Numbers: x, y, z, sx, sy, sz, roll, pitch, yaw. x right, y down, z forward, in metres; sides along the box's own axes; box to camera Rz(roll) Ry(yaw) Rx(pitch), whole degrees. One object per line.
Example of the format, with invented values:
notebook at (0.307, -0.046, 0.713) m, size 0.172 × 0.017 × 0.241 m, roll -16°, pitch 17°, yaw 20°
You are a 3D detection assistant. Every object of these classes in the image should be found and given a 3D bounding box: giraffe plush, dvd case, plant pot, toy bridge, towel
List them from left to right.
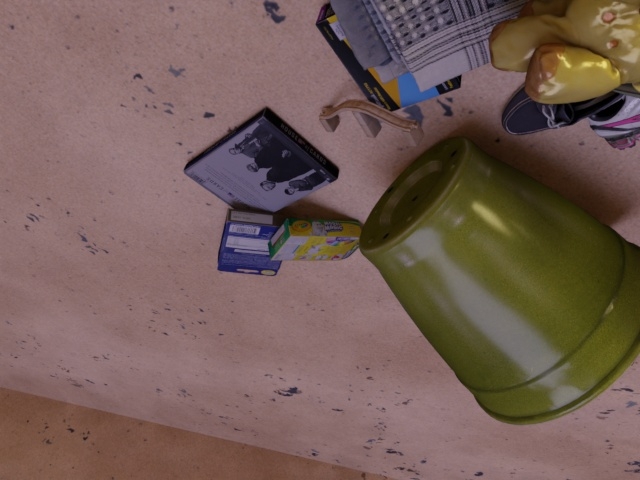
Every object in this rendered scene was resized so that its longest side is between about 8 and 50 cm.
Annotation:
dvd case at (-0.111, -0.125, 1.155) m, size 0.179 × 0.030 × 0.238 m, roll 37°, pitch 139°, yaw -29°
toy bridge at (0.069, -0.181, 0.953) m, size 0.188 × 0.026 × 0.063 m, roll 18°, pitch 157°, yaw 42°
towel at (0.163, -0.297, 0.687) m, size 0.324 × 0.056 × 0.312 m, roll -16°, pitch 153°, yaw 19°
plant pot at (0.262, 0.036, 1.009) m, size 0.353 × 0.366 × 0.366 m, roll 40°, pitch 138°, yaw -15°
giraffe plush at (0.280, -0.238, 0.616) m, size 0.210 × 0.181 × 0.171 m, roll 38°, pitch 152°, yaw 37°

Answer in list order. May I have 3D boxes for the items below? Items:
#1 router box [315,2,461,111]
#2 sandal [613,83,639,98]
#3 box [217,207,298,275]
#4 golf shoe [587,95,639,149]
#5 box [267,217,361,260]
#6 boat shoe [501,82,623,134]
router box at (0.098, -0.265, 0.877) m, size 0.133 × 0.046 × 0.179 m, roll -14°, pitch 137°, yaw 33°
sandal at (0.413, -0.180, 0.706) m, size 0.120 × 0.303 × 0.086 m, roll -50°, pitch 137°, yaw 4°
box at (-0.136, 0.009, 1.306) m, size 0.136 × 0.037 × 0.225 m, roll 6°, pitch 150°, yaw -13°
golf shoe at (0.441, -0.190, 0.842) m, size 0.086 × 0.068 × 0.186 m, roll 31°, pitch 142°, yaw -20°
box at (0.000, 0.000, 1.233) m, size 0.179 × 0.043 × 0.105 m, roll 3°, pitch 151°, yaw -28°
boat shoe at (0.326, -0.189, 0.868) m, size 0.075 × 0.065 × 0.206 m, roll 44°, pitch 143°, yaw -18°
